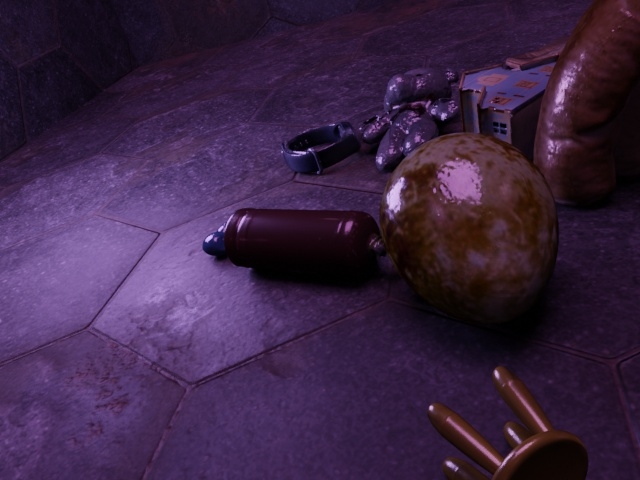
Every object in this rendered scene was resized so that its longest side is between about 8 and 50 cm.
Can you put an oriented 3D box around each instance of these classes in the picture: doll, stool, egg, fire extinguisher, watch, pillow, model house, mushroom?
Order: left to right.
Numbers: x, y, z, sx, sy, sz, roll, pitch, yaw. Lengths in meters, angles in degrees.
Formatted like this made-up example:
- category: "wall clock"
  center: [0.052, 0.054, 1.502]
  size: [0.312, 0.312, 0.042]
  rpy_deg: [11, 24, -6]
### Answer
- category: "doll"
  center: [-0.204, 0.000, 1.211]
  size: [0.076, 0.050, 0.083]
  rpy_deg: [2, 36, 38]
- category: "watch"
  center: [-0.001, -0.229, 1.474]
  size: [0.193, 0.068, 0.206]
  rpy_deg: [-20, 26, 3]
- category: "fire extinguisher"
  center: [0.000, 0.000, 1.033]
  size: [0.337, 0.114, 0.135]
  rpy_deg: [4, 23, 34]
- category: "doll"
  center: [0.210, -0.305, 1.390]
  size: [0.246, 0.158, 0.340]
  rpy_deg: [-12, 30, 35]
- category: "egg"
  center: [0.207, -0.014, 0.823]
  size: [0.238, 0.238, 0.289]
  rpy_deg: [-17, 52, 2]
- category: "model house"
  center: [0.368, -0.251, 1.188]
  size: [0.271, 0.178, 0.206]
  rpy_deg: [-36, 40, -25]
- category: "stool"
  center: [0.181, 0.205, 0.584]
  size: [0.135, 0.134, 0.110]
  rpy_deg: [20, 9, -28]
- category: "pillow"
  center: [0.629, -0.520, 1.655]
  size: [0.211, 0.034, 0.135]
  rpy_deg: [-22, 31, -5]
- category: "mushroom"
  center: [0.484, -0.283, 0.966]
  size: [0.313, 0.397, 0.224]
  rpy_deg: [-14, 28, 13]

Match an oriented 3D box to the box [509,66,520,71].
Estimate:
- category: "box"
  center: [0.542, -0.389, 1.478]
  size: [0.139, 0.035, 0.245]
  rpy_deg: [-16, 29, 3]
